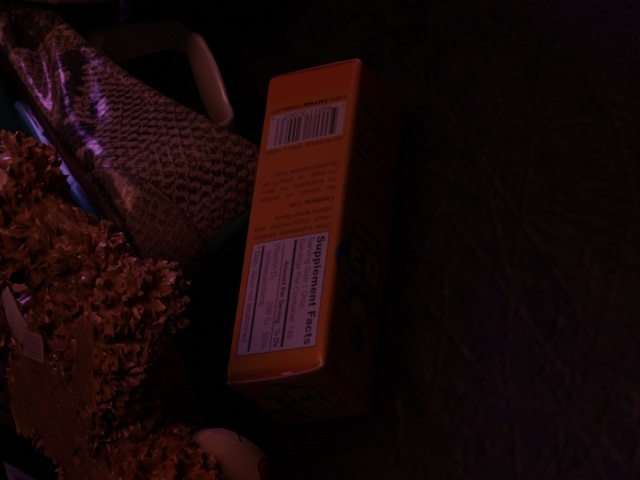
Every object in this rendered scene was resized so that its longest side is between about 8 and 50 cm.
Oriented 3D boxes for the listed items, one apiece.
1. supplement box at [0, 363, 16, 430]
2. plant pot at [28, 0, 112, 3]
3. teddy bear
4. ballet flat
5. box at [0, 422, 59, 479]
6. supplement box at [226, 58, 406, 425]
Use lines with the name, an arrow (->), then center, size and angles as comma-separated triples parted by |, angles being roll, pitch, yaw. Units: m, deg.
supplement box -> -0.258, 0.128, 1.220 | 0.083, 0.055, 0.043 | -46, 47, 3
plant pot -> -0.173, -0.397, 1.236 | 0.333, 0.305, 0.334 | -5, 42, 4
teddy bear -> -0.130, 0.082, 1.061 | 0.338, 0.113, 0.245 | 44, 136, 42
ballet flat -> -0.190, -0.126, 1.288 | 0.182, 0.164, 0.483 | -35, 49, -17
box -> -0.262, 0.241, 1.113 | 0.207, 0.108, 0.153 | -37, 47, 12
supplement box -> 0.000, 0.000, 1.098 | 0.080, 0.078, 0.233 | -8, 59, 29
